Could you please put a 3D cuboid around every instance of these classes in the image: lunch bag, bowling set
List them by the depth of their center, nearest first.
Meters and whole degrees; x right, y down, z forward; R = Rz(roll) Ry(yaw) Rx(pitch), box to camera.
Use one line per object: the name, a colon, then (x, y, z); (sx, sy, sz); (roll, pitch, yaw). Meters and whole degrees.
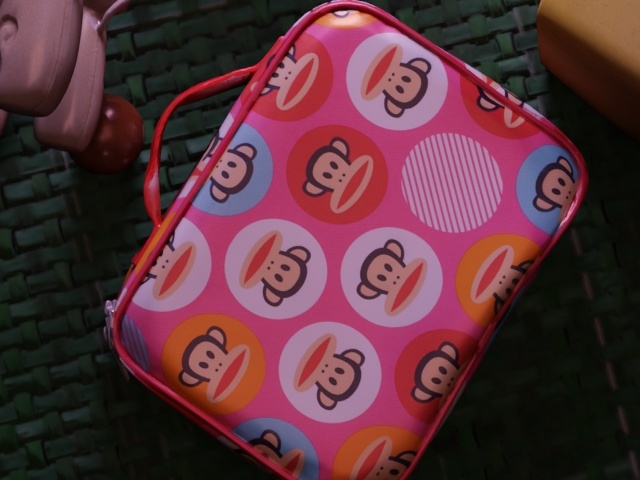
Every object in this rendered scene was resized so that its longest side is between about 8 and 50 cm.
bowling set: (-0.194, -0.137, 1.266); (0.287, 0.200, 0.154); (6, 80, 38)
lunch bag: (0.000, 0.000, 1.275); (0.258, 0.120, 0.293); (35, 86, -1)

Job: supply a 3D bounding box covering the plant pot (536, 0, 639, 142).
plant pot: (0.251, -0.155, 1.267); (0.187, 0.212, 0.212); (23, 86, 10)
